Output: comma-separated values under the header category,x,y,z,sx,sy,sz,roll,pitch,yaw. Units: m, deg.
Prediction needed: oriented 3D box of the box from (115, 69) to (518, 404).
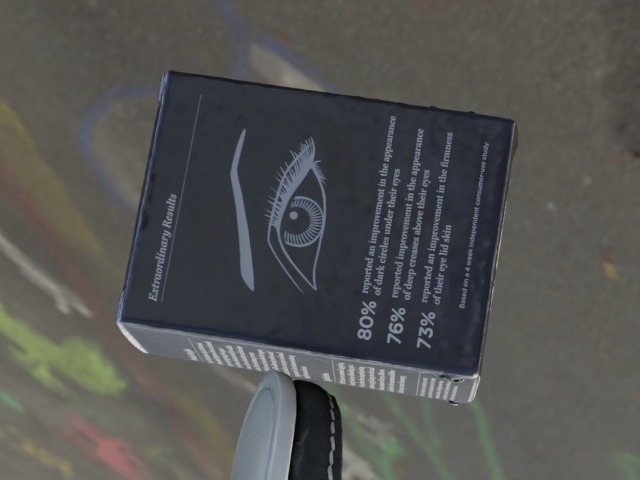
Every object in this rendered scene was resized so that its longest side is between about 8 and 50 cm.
category,x,y,z,sx,sy,sz,roll,pitch,yaw
box,0.000,0.000,0.976,0.207,0.153,0.108,10,167,5

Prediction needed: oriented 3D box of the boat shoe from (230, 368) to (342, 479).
category,x,y,z,sx,sy,sz,roll,pitch,yaw
boat shoe,-0.008,0.213,0.884,0.091,0.303,0.114,5,-161,-9
